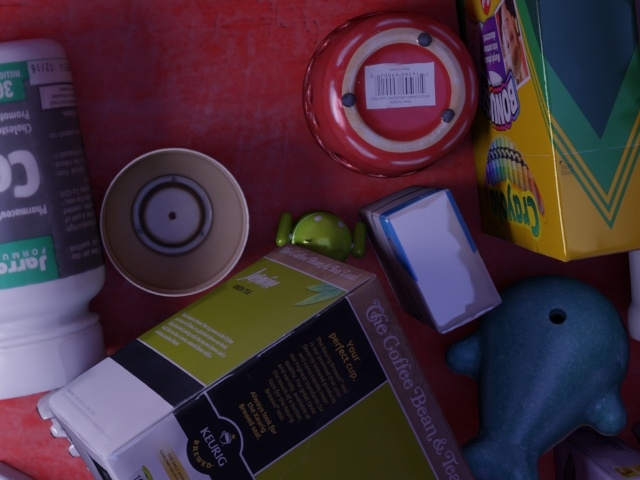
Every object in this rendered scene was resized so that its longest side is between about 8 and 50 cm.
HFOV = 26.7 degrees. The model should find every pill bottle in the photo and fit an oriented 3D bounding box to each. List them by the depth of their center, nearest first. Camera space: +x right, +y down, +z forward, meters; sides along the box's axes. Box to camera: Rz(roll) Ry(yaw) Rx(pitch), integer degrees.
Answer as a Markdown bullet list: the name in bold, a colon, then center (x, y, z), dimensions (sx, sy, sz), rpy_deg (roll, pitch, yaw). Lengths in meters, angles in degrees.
- **pill bottle**: center (-0.343, -0.023, 1.448), dimensions (0.204, 0.204, 0.361), rpy_deg (-10, 96, -4)

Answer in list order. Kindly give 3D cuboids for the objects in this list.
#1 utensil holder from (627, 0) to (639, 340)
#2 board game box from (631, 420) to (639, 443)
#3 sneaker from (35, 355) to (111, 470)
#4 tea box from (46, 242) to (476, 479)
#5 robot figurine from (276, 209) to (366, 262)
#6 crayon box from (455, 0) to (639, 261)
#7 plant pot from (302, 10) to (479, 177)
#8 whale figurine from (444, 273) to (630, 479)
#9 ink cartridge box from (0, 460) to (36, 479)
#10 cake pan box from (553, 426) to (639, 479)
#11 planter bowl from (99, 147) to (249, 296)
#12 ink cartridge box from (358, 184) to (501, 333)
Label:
- **utensil holder**: center (0.490, -0.094, 1.461), dimensions (0.327, 0.327, 0.385), rpy_deg (-4, 93, -5)
- **board game box**: center (0.480, 0.308, 1.499), dimensions (0.097, 0.303, 0.224), rpy_deg (-33, 96, -2)
- **sneaker**: center (-0.188, 0.257, 1.541), dimensions (0.118, 0.110, 0.292), rpy_deg (-43, 97, -9)
- **tea box**: center (-0.047, 0.232, 1.397), dimensions (0.323, 0.220, 0.329), rpy_deg (-32, 111, -17)
- **robot figurine**: center (0.000, 0.000, 1.525), dimensions (0.101, 0.115, 0.067), rpy_deg (10, 94, -5)
- **crayon box**: center (0.233, -0.153, 1.409), dimensions (0.106, 0.363, 0.313), rpy_deg (-7, 95, -4)
- **plant pot**: center (0.079, -0.159, 1.492), dimensions (0.191, 0.174, 0.191), rpy_deg (-1, 97, -5)
- **whale figurine**: center (0.239, 0.156, 1.500), dimensions (0.216, 0.141, 0.272), rpy_deg (23, 62, 16)
- **ink cartridge box**: center (-0.277, 0.407, 1.561), dimensions (0.332, 0.065, 0.165), rpy_deg (32, 91, -5)
- **cake pan box**: center (0.334, 0.362, 1.521), dimensions (0.070, 0.246, 0.267), rpy_deg (-6, 95, -4)
- **planter bowl**: center (-0.165, -0.025, 1.510), dimensions (0.162, 0.109, 0.162), rpy_deg (-1, 97, -8)
- **ink cartridge box**: center (0.116, 0.016, 1.499), dimensions (0.082, 0.190, 0.139), rpy_deg (-26, 97, -4)
